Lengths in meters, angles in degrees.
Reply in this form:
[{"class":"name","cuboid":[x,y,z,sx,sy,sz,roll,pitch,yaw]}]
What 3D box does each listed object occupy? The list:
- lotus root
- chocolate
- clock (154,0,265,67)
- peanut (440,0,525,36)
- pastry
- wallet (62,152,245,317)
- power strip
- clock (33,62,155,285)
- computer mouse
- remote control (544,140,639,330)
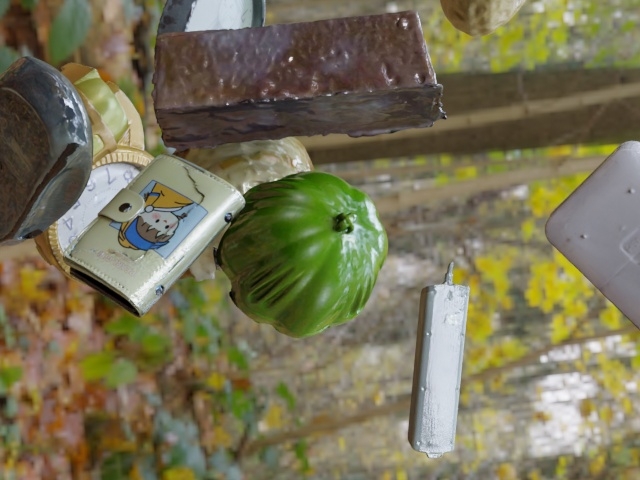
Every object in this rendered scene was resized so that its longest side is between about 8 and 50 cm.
[{"class":"lotus root","cuboid":[0.000,0.000,1.372,0.186,0.186,0.186,174,-90,-84]},{"class":"chocolate","cuboid":[-0.023,-0.181,1.472,0.112,0.321,0.112,88,-3,-70]},{"class":"clock","cuboid":[-0.144,-0.274,1.771,0.215,0.042,0.215,-48,149,-42]},{"class":"peanut","cuboid":[0.244,-0.374,1.938,0.159,0.109,0.140,-54,-134,21]},{"class":"pastry","cuboid":[-0.118,-0.065,1.684,0.256,0.236,0.170,-99,179,-58]},{"class":"wallet","cuboid":[-0.162,-0.011,1.270,0.110,0.155,0.039,28,-28,26]},{"class":"power strip","cuboid":[0.151,0.151,1.686,0.027,0.060,0.253,-158,-108,-71]},{"class":"clock","cuboid":[-0.361,-0.085,2.041,0.200,0.244,0.317,35,-21,56]},{"class":"computer mouse","cuboid":[-0.404,-0.118,1.789,0.374,0.114,0.203,-32,-88,47]},{"class":"remote control","cuboid":[0.285,0.043,0.982,0.103,0.250,0.034,-49,174,28]}]
